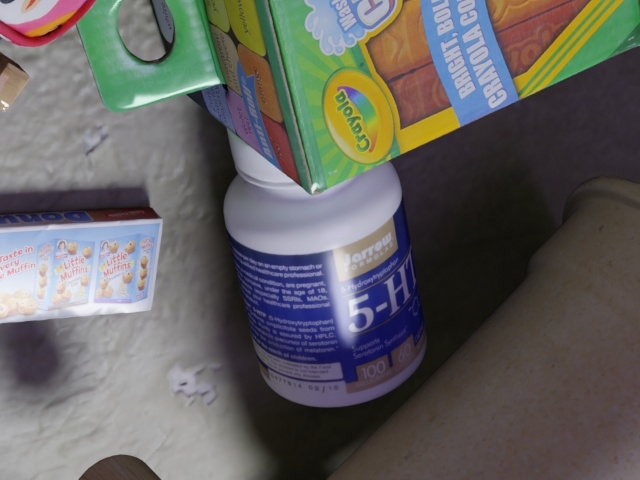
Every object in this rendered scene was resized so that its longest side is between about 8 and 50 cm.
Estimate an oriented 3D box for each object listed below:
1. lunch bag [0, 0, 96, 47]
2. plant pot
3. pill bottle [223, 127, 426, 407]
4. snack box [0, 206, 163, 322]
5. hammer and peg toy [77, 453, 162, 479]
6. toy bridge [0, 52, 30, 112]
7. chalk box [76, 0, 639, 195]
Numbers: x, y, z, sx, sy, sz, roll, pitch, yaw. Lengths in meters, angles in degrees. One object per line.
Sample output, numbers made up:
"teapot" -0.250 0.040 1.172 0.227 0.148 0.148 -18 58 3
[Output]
"lunch bag" -0.110 -0.236 0.769 0.293 0.120 0.258 -58 158 0
"plant pot" 0.156 0.181 1.128 0.305 0.334 0.334 -36 128 -11
"pill bottle" 0.000 0.000 1.095 0.112 0.112 0.186 -25 125 -19
"snack box" -0.181 0.017 1.048 0.178 0.022 0.064 -4 115 -30
"hammer and peg toy" -0.258 0.255 1.057 0.266 0.127 0.361 28 97 -37
"toy bridge" -0.239 -0.130 0.908 0.188 0.063 0.026 31 95 -28
"chalk box" 0.005 -0.158 0.974 0.289 0.179 0.180 -27 125 -18
